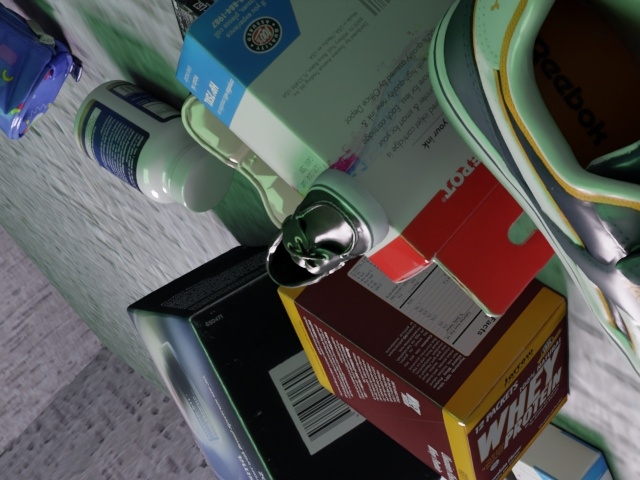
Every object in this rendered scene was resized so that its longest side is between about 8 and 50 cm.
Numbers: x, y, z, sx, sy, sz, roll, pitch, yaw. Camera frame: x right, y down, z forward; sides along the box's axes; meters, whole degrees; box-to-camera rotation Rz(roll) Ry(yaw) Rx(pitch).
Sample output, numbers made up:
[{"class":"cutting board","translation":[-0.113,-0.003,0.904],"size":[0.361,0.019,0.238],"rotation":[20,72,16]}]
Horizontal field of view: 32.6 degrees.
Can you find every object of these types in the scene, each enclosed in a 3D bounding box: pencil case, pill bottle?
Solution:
[{"class":"pencil case","translation":[-0.422,-0.247,1.230],"size":[0.306,0.133,0.119],"rotation":[36,-152,-8]},{"class":"pill bottle","translation":[-0.171,-0.095,1.140],"size":[0.169,0.094,0.094],"rotation":[32,160,33]}]

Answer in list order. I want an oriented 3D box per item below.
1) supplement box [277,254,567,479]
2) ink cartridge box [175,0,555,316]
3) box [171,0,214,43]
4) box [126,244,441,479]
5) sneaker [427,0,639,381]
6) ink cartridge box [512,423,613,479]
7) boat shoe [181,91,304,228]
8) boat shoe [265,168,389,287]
[{"class":"supplement box","translation":[0.094,0.092,0.934],"size":[0.194,0.129,0.191],"rotation":[34,161,29]},{"class":"ink cartridge box","translation":[0.045,-0.072,0.639],"size":[0.231,0.134,0.078],"rotation":[44,163,-1]},{"class":"box","translation":[-0.089,-0.167,0.910],"size":[0.067,0.018,0.083],"rotation":[37,162,20]},{"class":"box","translation":[-0.054,0.170,1.251],"size":[0.296,0.182,0.294],"rotation":[64,160,-9]},{"class":"sneaker","translation":[0.181,-0.006,0.509],"size":[0.321,0.126,0.127],"rotation":[45,169,-1]},{"class":"ink cartridge box","translation":[0.244,0.240,1.089],"size":[0.088,0.052,0.122],"rotation":[26,157,44]},{"class":"boat shoe","translation":[-0.035,-0.072,0.988],"size":[0.206,0.075,0.065],"rotation":[43,-153,-17]},{"class":"boat shoe","translation":[0.000,0.000,0.610],"size":[0.049,0.040,0.142],"rotation":[43,163,0]}]
